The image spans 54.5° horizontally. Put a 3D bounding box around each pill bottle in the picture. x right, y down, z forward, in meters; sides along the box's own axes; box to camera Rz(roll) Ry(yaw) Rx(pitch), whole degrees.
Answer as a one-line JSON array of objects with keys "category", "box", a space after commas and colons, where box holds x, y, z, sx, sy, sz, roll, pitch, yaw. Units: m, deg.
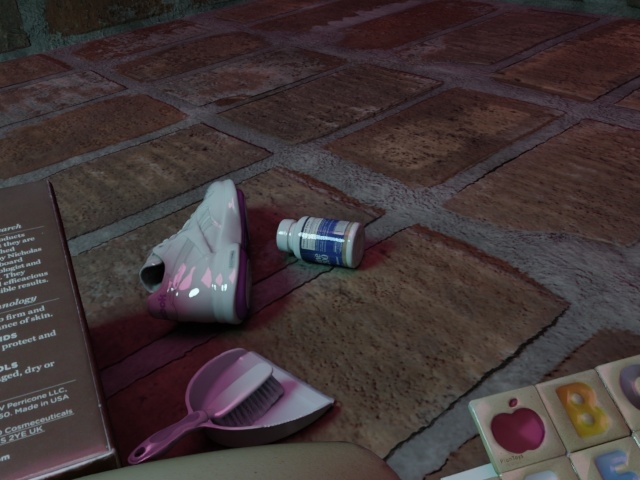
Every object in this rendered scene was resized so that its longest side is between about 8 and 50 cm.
[{"category": "pill bottle", "box": [0.000, 0.000, 0.907, 0.120, 0.067, 0.067, 8, 34, 20]}]

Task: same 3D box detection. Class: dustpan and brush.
[{"category": "dustpan and brush", "box": [-0.104, 0.178, 0.645, 0.147, 0.060, 0.211, 22, 41, 36]}]

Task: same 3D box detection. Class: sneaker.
[{"category": "sneaker", "box": [-0.175, 0.003, 0.883, 0.152, 0.114, 0.305, -6, 32, -3]}]

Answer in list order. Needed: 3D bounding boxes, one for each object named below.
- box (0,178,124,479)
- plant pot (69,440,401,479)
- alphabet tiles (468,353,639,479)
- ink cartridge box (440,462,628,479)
[{"category": "box", "box": [-0.282, 0.123, 0.587, 0.143, 0.191, 0.381, -13, 40, -20]}, {"category": "plant pot", "box": [-0.060, 0.244, 0.401, 0.274, 0.257, 0.256, -12, 29, -43]}, {"category": "alphabet tiles", "box": [0.243, 0.246, 0.414, 0.285, 0.011, 0.343, -12, 56, -10]}, {"category": "ink cartridge box", "box": [0.167, 0.224, 0.501, 0.135, 0.099, 0.056, -13, 34, -11]}]
